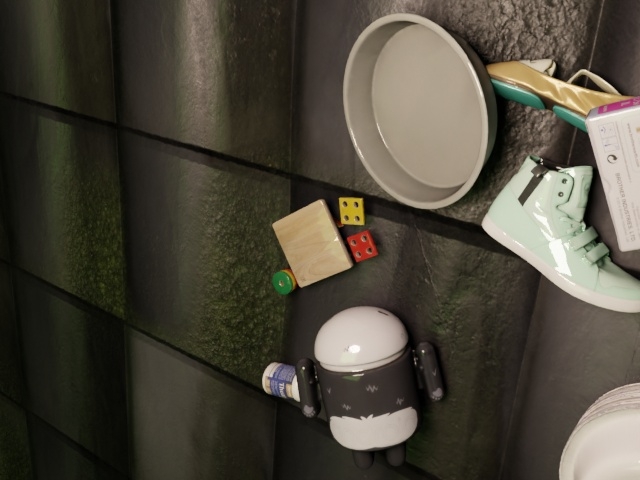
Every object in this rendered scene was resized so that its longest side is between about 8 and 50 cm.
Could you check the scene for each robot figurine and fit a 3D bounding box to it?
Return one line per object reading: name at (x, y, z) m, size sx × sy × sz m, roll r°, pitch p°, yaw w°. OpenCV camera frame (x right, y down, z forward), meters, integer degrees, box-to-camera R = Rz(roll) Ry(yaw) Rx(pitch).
robot figurine at (0.085, 0.252, 1.226) m, size 0.174 × 0.209 × 0.278 m, roll 8°, pitch 112°, yaw 59°

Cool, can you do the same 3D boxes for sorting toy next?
sorting toy at (0.000, 0.000, 1.281) m, size 0.274 × 0.046 × 0.132 m, roll -25°, pitch 89°, yaw 40°

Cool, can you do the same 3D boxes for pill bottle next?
pill bottle at (-0.052, 0.287, 1.406) m, size 0.120 × 0.067 × 0.067 m, roll 4°, pitch 108°, yaw 37°

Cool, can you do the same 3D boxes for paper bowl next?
paper bowl at (0.478, 0.355, 0.973) m, size 0.284 × 0.148 × 0.284 m, roll 12°, pitch 112°, yaw 33°

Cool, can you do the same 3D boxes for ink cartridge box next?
ink cartridge box at (0.494, -0.103, 0.819) m, size 0.311 × 0.065 × 0.185 m, roll -11°, pitch 110°, yaw 32°

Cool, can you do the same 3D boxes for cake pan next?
cake pan at (0.148, -0.193, 1.051) m, size 0.293 × 0.054 × 0.293 m, roll 33°, pitch 134°, yaw 41°

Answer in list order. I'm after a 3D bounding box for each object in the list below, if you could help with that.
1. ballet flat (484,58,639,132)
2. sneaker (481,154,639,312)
ballet flat at (0.325, -0.206, 0.959) m, size 0.232 × 0.080 × 0.073 m, roll 31°, pitch 94°, yaw 23°
sneaker at (0.363, -0.016, 0.968) m, size 0.256 × 0.094 × 0.151 m, roll 36°, pitch 121°, yaw 21°
